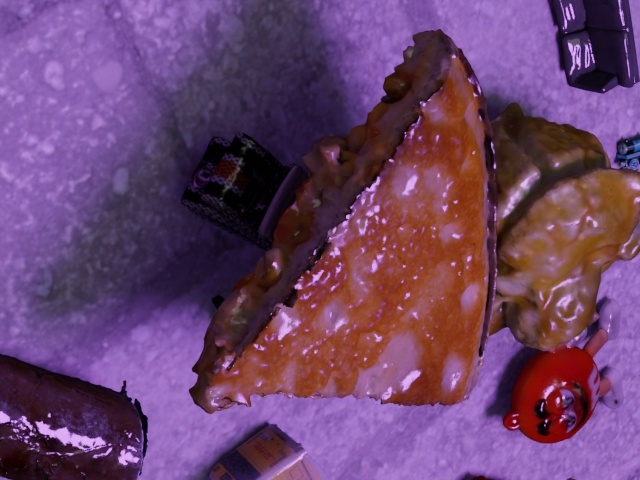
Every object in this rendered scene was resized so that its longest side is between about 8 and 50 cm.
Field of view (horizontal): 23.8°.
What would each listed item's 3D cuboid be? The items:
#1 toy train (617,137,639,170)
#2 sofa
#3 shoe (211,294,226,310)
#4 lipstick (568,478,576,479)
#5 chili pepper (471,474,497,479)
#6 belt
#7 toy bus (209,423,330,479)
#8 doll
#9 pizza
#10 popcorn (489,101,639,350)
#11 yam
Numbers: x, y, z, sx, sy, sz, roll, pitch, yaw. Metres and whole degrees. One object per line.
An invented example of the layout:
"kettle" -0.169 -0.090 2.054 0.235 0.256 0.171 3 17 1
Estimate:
"toy train" 0.422 -0.118 1.966 0.092 0.029 0.045 -17 105 -28
"sofa" 0.328 -0.252 1.828 0.060 0.085 0.147 -27 118 -28
"shoe" -0.085 0.126 1.685 0.053 0.062 0.159 -39 123 -3
"lipstick" 0.337 0.381 2.055 0.037 0.037 0.116 0 100 -34
"chili pepper" 0.269 0.404 1.968 0.136 0.144 0.252 -49 123 -49
"belt" 0.000 0.000 1.671 0.359 0.126 0.094 35 78 -40
"toy bus" -0.005 0.376 1.786 0.138 0.097 0.342 -34 120 -19
"doll" 0.320 0.182 1.956 0.217 0.085 0.183 -22 117 -37
"pizza" 0.018 0.030 1.534 0.406 0.130 0.439 -27 127 -29
"popcorn" 0.255 -0.010 1.770 0.276 0.225 0.276 -23 128 -31
"yam" -0.310 0.175 1.510 0.280 0.131 0.131 23 91 -36
